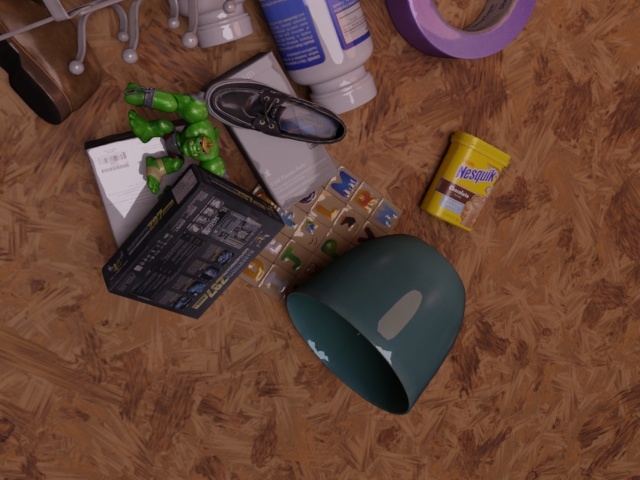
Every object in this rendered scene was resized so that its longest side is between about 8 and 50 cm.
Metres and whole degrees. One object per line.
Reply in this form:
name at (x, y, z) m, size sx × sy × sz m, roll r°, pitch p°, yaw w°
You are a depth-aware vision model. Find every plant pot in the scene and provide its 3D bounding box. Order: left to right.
plant pot at (0.123, 0.128, 1.178) m, size 0.235 × 0.293 × 0.293 m, roll -42°, pitch 117°, yaw -22°

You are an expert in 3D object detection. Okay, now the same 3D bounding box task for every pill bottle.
pill bottle at (-0.178, -0.415, 0.984) m, size 0.124 × 0.124 × 0.221 m, roll -22°, pitch 114°, yaw -14°
pill bottle at (-0.003, -0.349, 1.057) m, size 0.152 × 0.152 × 0.271 m, roll -28°, pitch 115°, yaw -12°

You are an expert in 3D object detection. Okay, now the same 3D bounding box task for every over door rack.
over door rack at (-0.290, -0.278, 0.836) m, size 0.324 × 0.240 × 0.108 m, roll -36°, pitch 118°, yaw -54°

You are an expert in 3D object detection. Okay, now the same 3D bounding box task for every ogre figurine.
ogre figurine at (-0.213, -0.147, 0.975) m, size 0.118 × 0.097 × 0.196 m, roll -14°, pitch 95°, yaw 1°

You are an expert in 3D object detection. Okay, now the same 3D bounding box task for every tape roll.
tape roll at (0.254, -0.467, 1.157) m, size 0.275 × 0.090 × 0.274 m, roll -7°, pitch 108°, yaw -21°

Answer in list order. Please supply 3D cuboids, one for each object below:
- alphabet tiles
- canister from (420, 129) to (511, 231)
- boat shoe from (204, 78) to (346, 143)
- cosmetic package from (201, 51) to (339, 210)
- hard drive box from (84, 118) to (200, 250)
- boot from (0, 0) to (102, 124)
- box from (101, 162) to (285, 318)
alphabet tiles at (0.000, 0.000, 1.244) m, size 0.343 × 0.011 × 0.285 m, roll 34°, pitch 92°, yaw -26°
canister at (0.287, -0.115, 1.288) m, size 0.126 × 0.073 × 0.169 m, roll 22°, pitch 99°, yaw -25°
boat shoe at (-0.064, -0.194, 1.006) m, size 0.229 × 0.076 × 0.080 m, roll 16°, pitch 99°, yaw -20°
cosmetic package at (-0.084, -0.187, 1.096) m, size 0.127 × 0.107 × 0.238 m, roll -35°, pitch 114°, yaw -6°
hard drive box at (-0.266, -0.069, 1.074) m, size 0.181 × 0.089 × 0.232 m, roll -17°, pitch 111°, yaw -16°
boot at (-0.446, -0.323, 0.937) m, size 0.115 × 0.112 × 0.305 m, roll -51°, pitch 118°, yaw -31°
box at (-0.197, 0.010, 1.014) m, size 0.232 × 0.059 × 0.183 m, roll -46°, pitch 138°, yaw 16°
